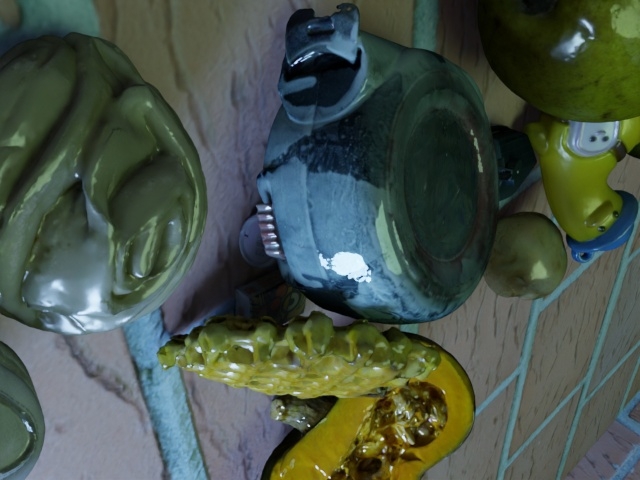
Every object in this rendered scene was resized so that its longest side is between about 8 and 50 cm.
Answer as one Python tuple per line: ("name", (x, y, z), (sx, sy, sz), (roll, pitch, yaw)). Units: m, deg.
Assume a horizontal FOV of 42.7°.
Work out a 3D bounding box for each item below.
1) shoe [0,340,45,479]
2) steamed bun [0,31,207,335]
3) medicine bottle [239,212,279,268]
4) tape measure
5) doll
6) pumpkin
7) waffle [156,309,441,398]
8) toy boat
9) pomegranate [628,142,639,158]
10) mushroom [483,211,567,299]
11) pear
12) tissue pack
("shoe", (-0.296, 0.152, 0.477), (0.351, 0.198, 0.171), (16, 106, -56))
("steamed bun", (-0.164, -0.018, 0.555), (0.211, 0.144, 0.218), (-48, 146, -12))
("medicine bottle", (0.000, 0.000, 0.870), (0.199, 0.058, 0.057), (1, 117, -53))
("tape measure", (0.061, -0.059, 0.775), (0.256, 0.147, 0.274), (1, 90, -52))
("doll", (0.378, -0.132, 1.168), (0.200, 0.145, 0.362), (-10, 114, -9))
("pumpkin", (0.042, 0.249, 1.028), (0.317, 0.222, 0.139), (-55, 175, -2))
("waffle", (-0.008, 0.123, 0.815), (0.291, 0.291, 0.051), (38, 52, -58))
("toy boat", (0.223, -0.103, 1.064), (0.246, 0.103, 0.092), (-21, 121, -61))
("pomegranate", (0.489, -0.195, 1.252), (0.211, 0.179, 0.179), (-36, 143, -17))
("mushroom", (0.311, 0.024, 1.253), (0.148, 0.112, 0.147), (1, 88, -39))
("pear", (0.298, -0.247, 0.875), (0.307, 0.253, 0.252), (-16, 130, -50))
("tissue pack", (-0.054, 0.064, 0.876), (0.083, 0.035, 0.063), (-24, 135, -39))
